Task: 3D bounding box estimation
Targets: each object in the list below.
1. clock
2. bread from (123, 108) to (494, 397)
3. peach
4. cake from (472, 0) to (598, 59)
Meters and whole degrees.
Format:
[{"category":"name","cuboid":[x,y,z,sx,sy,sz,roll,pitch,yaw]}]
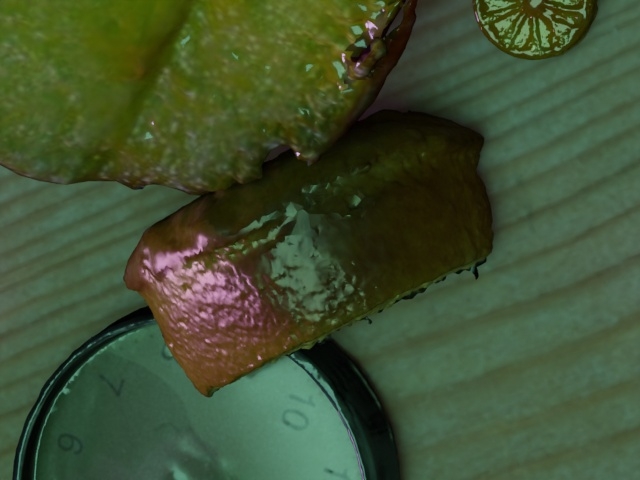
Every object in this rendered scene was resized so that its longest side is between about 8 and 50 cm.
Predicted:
[{"category":"clock","cuboid":[-0.083,0.178,1.386,0.281,0.055,0.280,1,94,15]},{"category":"bread","cuboid":[-0.006,0.002,1.273,0.260,0.134,0.129,-26,84,5]},{"category":"peach","cuboid":[-0.096,-0.225,1.168,0.339,0.353,0.416,25,94,-18]},{"category":"cake","cuboid":[0.139,-0.157,1.277,0.084,0.044,0.084,4,105,14]}]
